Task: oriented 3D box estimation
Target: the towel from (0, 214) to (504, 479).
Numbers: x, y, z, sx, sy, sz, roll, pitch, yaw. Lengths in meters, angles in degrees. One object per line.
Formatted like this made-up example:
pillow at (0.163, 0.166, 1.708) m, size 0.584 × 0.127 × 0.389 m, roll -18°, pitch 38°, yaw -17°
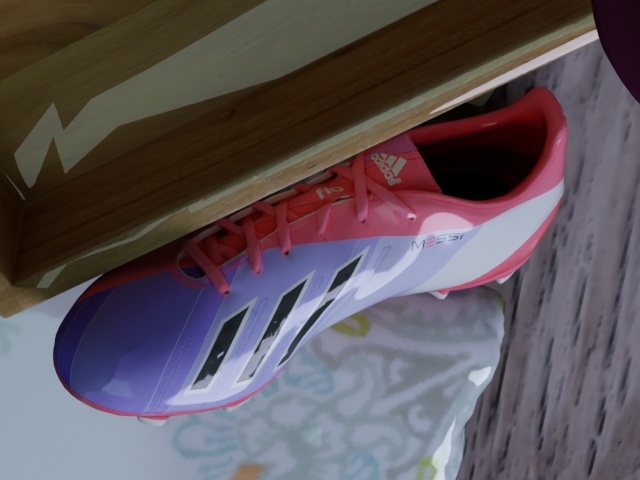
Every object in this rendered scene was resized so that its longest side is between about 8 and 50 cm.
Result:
towel at (-0.116, 0.157, 0.954) m, size 0.320 × 0.090 × 0.374 m, roll 14°, pitch 103°, yaw -16°

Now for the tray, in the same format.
tray at (-0.002, -0.139, 0.730) m, size 0.411 × 0.076 × 0.203 m, roll -25°, pitch 124°, yaw 16°

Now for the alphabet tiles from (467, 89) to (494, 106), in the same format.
alphabet tiles at (0.030, -0.190, 0.760) m, size 0.342 × 0.011 × 0.285 m, roll 20°, pitch 130°, yaw -16°

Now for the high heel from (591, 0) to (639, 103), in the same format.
high heel at (0.147, -0.201, 0.524) m, size 0.127 × 0.181 × 0.377 m, roll 0°, pitch 128°, yaw -2°

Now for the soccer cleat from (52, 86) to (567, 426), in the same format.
soccer cleat at (0.000, 0.000, 0.832) m, size 0.248 × 0.083 × 0.095 m, roll -18°, pitch 144°, yaw -30°
